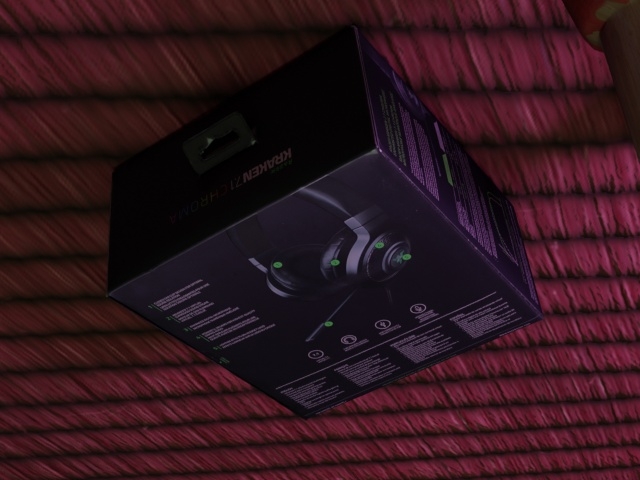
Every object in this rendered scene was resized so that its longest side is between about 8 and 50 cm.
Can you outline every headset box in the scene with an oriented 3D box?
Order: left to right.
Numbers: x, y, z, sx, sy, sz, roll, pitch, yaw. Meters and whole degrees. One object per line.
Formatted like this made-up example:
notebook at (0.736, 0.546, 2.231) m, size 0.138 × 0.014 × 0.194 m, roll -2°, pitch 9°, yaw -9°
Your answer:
headset box at (0.000, 0.000, 0.799) m, size 0.246 × 0.131 × 0.283 m, roll -28°, pitch 137°, yaw 24°

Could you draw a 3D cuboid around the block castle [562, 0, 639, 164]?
block castle at (0.399, -0.171, 0.603) m, size 0.453 × 0.212 × 0.303 m, roll -22°, pitch 151°, yaw 27°
